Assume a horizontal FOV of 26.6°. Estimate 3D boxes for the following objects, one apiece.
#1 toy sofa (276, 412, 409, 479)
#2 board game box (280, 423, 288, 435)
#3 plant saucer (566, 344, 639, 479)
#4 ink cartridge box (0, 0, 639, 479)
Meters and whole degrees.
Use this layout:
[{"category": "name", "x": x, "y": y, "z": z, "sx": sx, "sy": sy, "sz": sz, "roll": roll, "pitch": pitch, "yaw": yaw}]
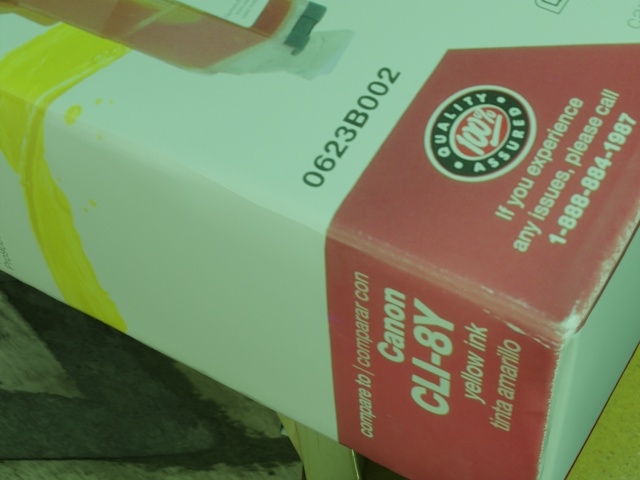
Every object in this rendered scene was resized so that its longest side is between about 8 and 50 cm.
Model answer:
[{"category": "toy sofa", "x": 0.000, "y": 0.000, "z": 0.892, "sx": 0.150, "sy": 0.177, "sz": 0.362, "roll": -15, "pitch": 124, "yaw": 16}, {"category": "board game box", "x": 0.144, "y": 0.103, "z": 1.109, "sx": 0.253, "sy": 0.079, "sz": 0.336, "roll": 20, "pitch": 144, "yaw": -12}, {"category": "plant saucer", "x": 0.232, "y": 0.110, "z": 0.809, "sx": 0.332, "sy": 0.081, "sz": 0.333, "roll": -11, "pitch": 152, "yaw": -37}, {"category": "ink cartridge box", "x": -0.014, "y": -0.093, "z": 0.611, "sx": 0.384, "sy": 0.279, "sz": 0.160, "roll": 24, "pitch": 149, "yaw": 20}]
